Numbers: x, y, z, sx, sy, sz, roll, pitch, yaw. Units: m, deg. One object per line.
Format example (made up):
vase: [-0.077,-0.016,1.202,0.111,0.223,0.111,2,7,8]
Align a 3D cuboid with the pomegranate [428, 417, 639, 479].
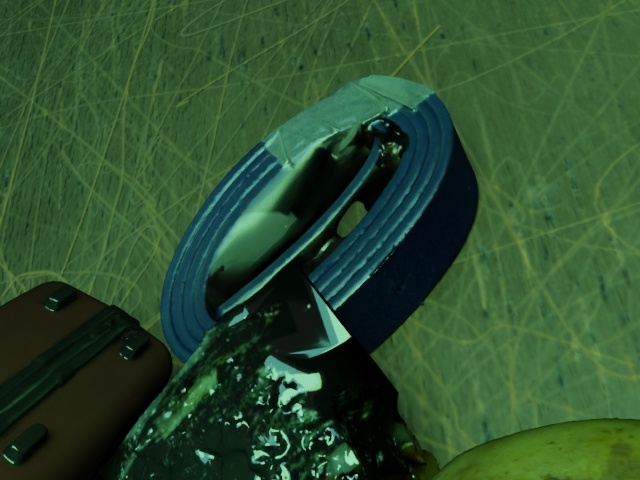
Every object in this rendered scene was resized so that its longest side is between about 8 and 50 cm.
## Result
pomegranate: [0.172,0.253,0.478,0.322,0.322,0.322,-12,56,18]

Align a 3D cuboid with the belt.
belt: [0.000,0.000,0.825,0.347,0.117,0.212,-47,53,-6]

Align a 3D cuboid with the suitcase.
suitcase: [-0.267,0.183,0.693,0.161,0.297,0.236,31,111,3]

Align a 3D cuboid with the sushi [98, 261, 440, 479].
sushi: [-0.024,0.192,0.649,0.227,0.215,0.212,-39,52,-2]
